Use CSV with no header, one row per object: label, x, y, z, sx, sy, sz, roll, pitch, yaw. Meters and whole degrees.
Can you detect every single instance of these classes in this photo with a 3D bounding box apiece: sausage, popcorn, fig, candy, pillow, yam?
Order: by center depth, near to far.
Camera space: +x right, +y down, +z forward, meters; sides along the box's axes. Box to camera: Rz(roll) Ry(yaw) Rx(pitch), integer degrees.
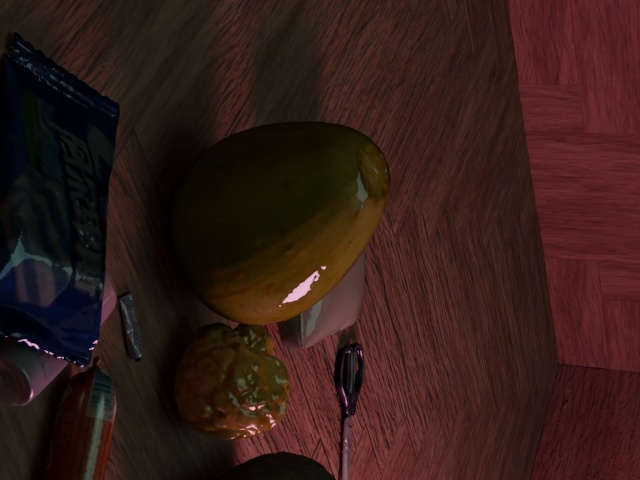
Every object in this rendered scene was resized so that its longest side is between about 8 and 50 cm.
candy,-0.291,-0.040,1.347,0.187,0.077,0.331,32,52,-54
sausage,-0.282,0.262,1.437,0.083,0.083,0.264,43,52,-62
fig,-0.046,-0.039,1.657,0.258,0.326,0.258,36,38,-34
popcorn,-0.120,0.195,1.715,0.170,0.180,0.180,-129,-157,-54
yam,-0.094,0.418,1.774,0.300,0.195,0.195,-8,101,-66
pillow,0.000,0.000,2.018,0.255,0.119,0.322,-18,110,-66

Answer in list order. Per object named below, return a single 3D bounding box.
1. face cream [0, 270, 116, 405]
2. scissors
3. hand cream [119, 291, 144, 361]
face cream,-0.299,0.100,1.396,0.198,0.057,0.084,-56,140,-54
scissors,0.051,0.343,2.327,0.109,0.022,0.300,-6,100,-64
hand cream,-0.243,0.112,1.590,0.030,0.019,0.093,-35,118,-60
